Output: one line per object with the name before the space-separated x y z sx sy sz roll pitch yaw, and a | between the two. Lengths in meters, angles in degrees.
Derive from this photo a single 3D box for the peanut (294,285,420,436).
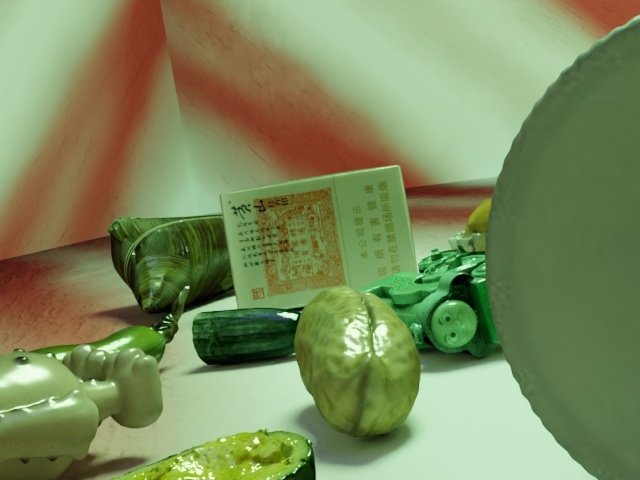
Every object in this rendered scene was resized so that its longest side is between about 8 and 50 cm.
peanut | 0.022 0.077 0.693 0.080 0.080 0.174 -10 10 -2

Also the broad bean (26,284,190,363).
broad bean | -0.233 0.110 0.893 0.325 0.067 0.075 -11 35 -35

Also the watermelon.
watermelon | -0.048 0.115 0.443 0.105 0.062 0.105 -17 3 1

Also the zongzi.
zongzi | -0.126 0.037 1.379 0.248 0.111 0.241 -5 21 -19

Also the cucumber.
cucumber | -0.054 0.081 0.942 0.105 0.048 0.048 -6 6 20

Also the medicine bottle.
medicine bottle | 0.232 -0.018 0.505 0.224 0.224 0.384 -7 6 31

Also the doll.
doll | -0.218 0.104 0.614 0.154 0.119 0.278 -2 3 31

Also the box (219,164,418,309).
box | 0.000 0.000 1.206 0.201 0.141 0.058 -8 0 4

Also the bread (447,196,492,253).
bread | 0.240 -0.010 1.070 0.136 0.107 0.241 -9 4 38

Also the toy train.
toy train | 0.097 0.050 0.871 0.105 0.071 0.178 -19 6 -16
